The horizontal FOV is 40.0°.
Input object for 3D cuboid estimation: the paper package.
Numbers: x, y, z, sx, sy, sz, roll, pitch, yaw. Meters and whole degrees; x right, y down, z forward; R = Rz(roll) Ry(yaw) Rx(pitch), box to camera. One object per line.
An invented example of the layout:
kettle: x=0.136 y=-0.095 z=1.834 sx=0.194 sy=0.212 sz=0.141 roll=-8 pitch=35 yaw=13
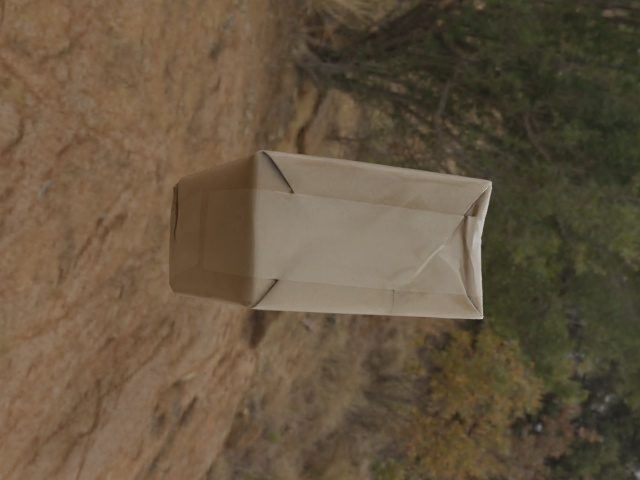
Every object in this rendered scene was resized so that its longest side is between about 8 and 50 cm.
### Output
paper package: x=0.000 y=0.000 z=1.086 sx=0.325 sy=0.309 sz=0.168 roll=177 pitch=-83 yaw=-67
